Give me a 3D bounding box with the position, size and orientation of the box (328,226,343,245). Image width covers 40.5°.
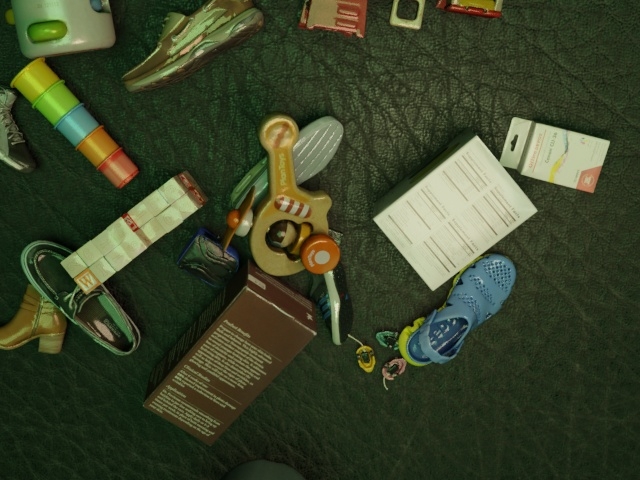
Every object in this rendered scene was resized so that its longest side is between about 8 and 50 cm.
[{"bbox_3d":[0.000,0.000,1.924,0.083,0.018,0.067,20,103,-1],"label":"box"}]

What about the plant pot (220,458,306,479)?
[{"bbox_3d":[-0.141,0.675,1.927,0.341,0.334,0.341,1,103,4],"label":"plant pot"}]

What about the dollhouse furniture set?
[{"bbox_3d":[0.154,-0.468,1.723,0.374,0.201,0.152,8,103,-5],"label":"dollhouse furniture set"}]

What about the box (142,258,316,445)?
[{"bbox_3d":[-0.200,0.247,1.896,0.191,0.143,0.381,36,111,-18],"label":"box"}]

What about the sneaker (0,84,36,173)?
[{"bbox_3d":[-0.679,-0.260,1.877,0.229,0.086,0.132,44,99,-5],"label":"sneaker"}]

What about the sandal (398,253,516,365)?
[{"bbox_3d":[0.308,0.161,1.873,0.126,0.138,0.317,41,92,-6],"label":"sandal"}]

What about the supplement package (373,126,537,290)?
[{"bbox_3d":[0.270,-0.071,1.797,0.263,0.199,0.198,-39,97,11],"label":"supplement package"}]

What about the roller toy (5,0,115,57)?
[{"bbox_3d":[-0.525,-0.455,1.768,0.191,0.209,0.146,-16,105,-33],"label":"roller toy"}]

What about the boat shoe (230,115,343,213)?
[{"bbox_3d":[-0.082,-0.162,1.852,0.302,0.094,0.109,-44,139,6],"label":"boat shoe"}]

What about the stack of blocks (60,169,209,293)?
[{"bbox_3d":[-0.395,-0.022,1.867,0.297,0.171,0.087,-36,98,10],"label":"stack of blocks"}]

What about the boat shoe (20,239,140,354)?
[{"bbox_3d":[-0.520,0.124,1.921,0.335,0.119,0.121,44,75,-13],"label":"boat shoe"}]

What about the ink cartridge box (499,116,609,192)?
[{"bbox_3d":[0.489,-0.182,1.825,0.198,0.067,0.115,14,104,1],"label":"ink cartridge box"}]

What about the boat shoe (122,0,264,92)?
[{"bbox_3d":[-0.277,-0.418,1.804,0.324,0.123,0.116,-30,92,3],"label":"boat shoe"}]

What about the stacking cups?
[{"bbox_3d":[-0.516,-0.251,1.869,0.096,0.096,0.316,-43,100,12],"label":"stacking cups"}]

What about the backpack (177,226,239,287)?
[{"bbox_3d":[-0.237,0.035,1.905,0.120,0.101,0.098,33,109,-13],"label":"backpack"}]

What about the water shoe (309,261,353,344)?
[{"bbox_3d":[0.020,0.134,1.939,0.080,0.073,0.203,3,107,32],"label":"water shoe"}]

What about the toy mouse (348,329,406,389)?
[{"bbox_3d":[0.156,0.256,1.965,0.143,0.031,0.161,-20,103,5],"label":"toy mouse"}]

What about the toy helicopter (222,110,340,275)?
[{"bbox_3d":[-0.094,-0.089,1.771,0.235,0.140,0.355,-8,116,-9],"label":"toy helicopter"}]

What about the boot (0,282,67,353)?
[{"bbox_3d":[-0.677,0.171,1.983,0.197,0.073,0.152,7,100,-9],"label":"boot"}]
